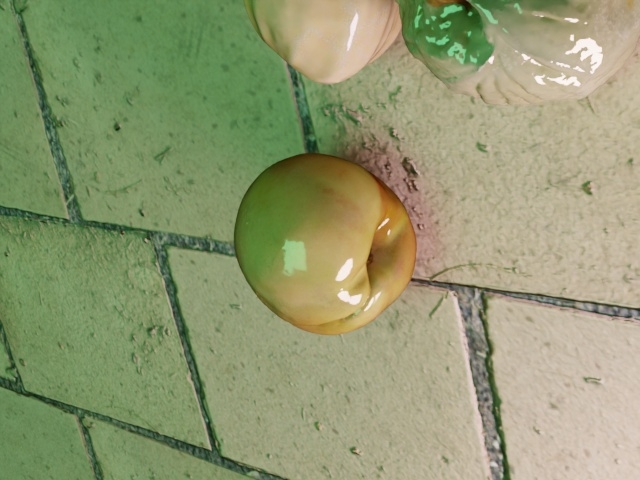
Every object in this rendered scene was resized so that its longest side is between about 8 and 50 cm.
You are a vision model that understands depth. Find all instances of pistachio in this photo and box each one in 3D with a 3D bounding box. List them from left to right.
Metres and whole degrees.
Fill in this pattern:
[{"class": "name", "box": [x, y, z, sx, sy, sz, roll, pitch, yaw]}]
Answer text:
[{"class": "pistachio", "box": [0.008, -0.250, 1.002, 0.157, 0.157, 0.229, 27, 127, 34]}]

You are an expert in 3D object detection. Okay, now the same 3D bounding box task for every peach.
[{"class": "peach", "box": [0.000, 0.000, 1.135, 0.184, 0.184, 0.184, 25, 130, 35]}]

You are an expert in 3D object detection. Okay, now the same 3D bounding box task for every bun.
[{"class": "bun", "box": [0.136, -0.199, 0.895, 0.220, 0.134, 0.220, 21, 128, 31]}]
